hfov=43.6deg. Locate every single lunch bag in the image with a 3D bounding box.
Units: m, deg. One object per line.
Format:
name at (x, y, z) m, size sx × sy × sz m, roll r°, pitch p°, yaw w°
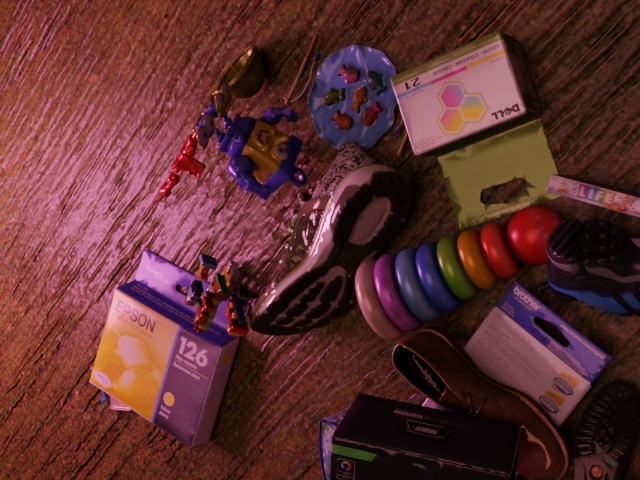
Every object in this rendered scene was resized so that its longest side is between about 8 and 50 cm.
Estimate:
lunch bag at (0.064, 0.367, 1.360) m, size 0.096 × 0.129 × 0.151 m, roll 2°, pitch 93°, yaw 33°

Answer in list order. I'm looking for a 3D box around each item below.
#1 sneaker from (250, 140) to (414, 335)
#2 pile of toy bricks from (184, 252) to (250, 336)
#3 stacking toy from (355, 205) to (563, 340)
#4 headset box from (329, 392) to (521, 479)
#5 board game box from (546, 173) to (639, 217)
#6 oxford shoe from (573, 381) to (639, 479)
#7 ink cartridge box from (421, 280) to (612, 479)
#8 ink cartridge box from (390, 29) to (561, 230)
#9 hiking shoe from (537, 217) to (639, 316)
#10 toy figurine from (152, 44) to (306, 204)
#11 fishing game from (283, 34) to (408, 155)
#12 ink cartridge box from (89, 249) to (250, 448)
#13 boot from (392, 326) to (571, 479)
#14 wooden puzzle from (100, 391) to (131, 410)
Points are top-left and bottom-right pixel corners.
sneaker at (0.000, 0.000, 1.402) m, size 0.410 × 0.158 × 0.182 m, roll -53°, pitch 40°, yaw 24°
pile of toy bricks at (-0.202, 0.121, 1.478) m, size 0.105 × 0.118 × 0.212 m, roll -60°, pitch 27°, yaw 22°
stacking toy at (0.223, 0.043, 1.244) m, size 0.330 × 0.141 × 0.141 m, roll -24°, pitch 80°, yaw 27°
headset box at (0.145, 0.373, 1.141) m, size 0.246 × 0.131 × 0.283 m, roll 9°, pitch 110°, yaw 18°
board game box at (0.409, -0.061, 1.126) m, size 0.154 × 0.103 × 0.026 m, roll 20°, pitch 103°, yaw 30°
oxford shoe at (0.409, 0.316, 1.162) m, size 0.083 × 0.096 × 0.227 m, roll 15°, pitch 80°, yaw 27°
ink cartridge box at (0.292, 0.235, 1.244) m, size 0.186 × 0.065 × 0.311 m, roll 41°, pitch 116°, yaw 25°
ink cartridge box at (0.242, -0.161, 1.228) m, size 0.189 × 0.097 × 0.255 m, roll -20°, pitch 84°, yaw 28°
hiking shoe at (0.465, 0.051, 1.111) m, size 0.304 × 0.113 × 0.132 m, roll 14°, pitch 144°, yaw 18°
toy figurine at (-0.121, -0.164, 1.433) m, size 0.217 × 0.362 × 0.191 m, roll 31°, pitch 131°, yaw -13°
fishing game at (0.050, -0.247, 1.389) m, size 0.264 × 0.041 × 0.189 m, roll 33°, pitch 107°, yaw 27°
ink cartridge box at (-0.315, 0.215, 1.631) m, size 0.304 × 0.072 × 0.307 m, roll 24°, pitch 105°, yaw 29°
boot at (0.227, 0.252, 1.187) m, size 0.305 × 0.115 × 0.112 m, roll 40°, pitch 111°, yaw 24°
wooden puzzle at (-0.434, 0.334, 1.752) m, size 0.116 × 0.014 × 0.078 m, roll 6°, pitch 91°, yaw 33°
